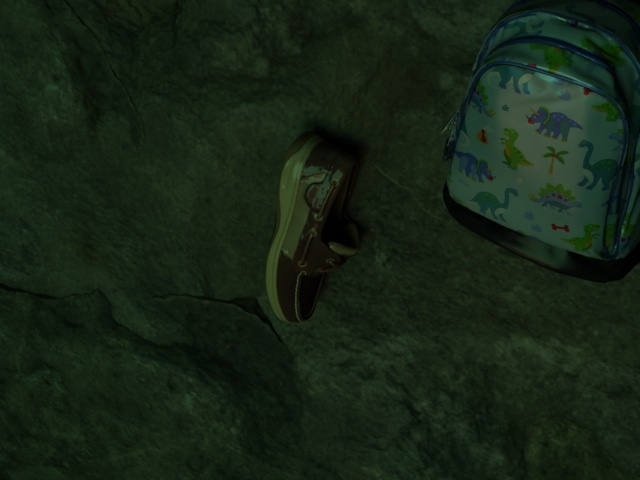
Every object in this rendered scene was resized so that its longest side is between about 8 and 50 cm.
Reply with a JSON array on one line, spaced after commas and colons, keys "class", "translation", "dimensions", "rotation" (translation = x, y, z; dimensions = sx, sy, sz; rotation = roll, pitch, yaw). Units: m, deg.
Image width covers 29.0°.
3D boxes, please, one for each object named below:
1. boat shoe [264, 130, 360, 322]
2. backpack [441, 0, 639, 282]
[{"class": "boat shoe", "translation": [0.000, 0.000, 1.894], "dimensions": [0.123, 0.123, 0.342], "rotation": [21, 126, 19]}, {"class": "backpack", "translation": [0.295, -0.141, 1.533], "dimensions": [0.290, 0.273, 0.356], "rotation": [28, 122, 20]}]
